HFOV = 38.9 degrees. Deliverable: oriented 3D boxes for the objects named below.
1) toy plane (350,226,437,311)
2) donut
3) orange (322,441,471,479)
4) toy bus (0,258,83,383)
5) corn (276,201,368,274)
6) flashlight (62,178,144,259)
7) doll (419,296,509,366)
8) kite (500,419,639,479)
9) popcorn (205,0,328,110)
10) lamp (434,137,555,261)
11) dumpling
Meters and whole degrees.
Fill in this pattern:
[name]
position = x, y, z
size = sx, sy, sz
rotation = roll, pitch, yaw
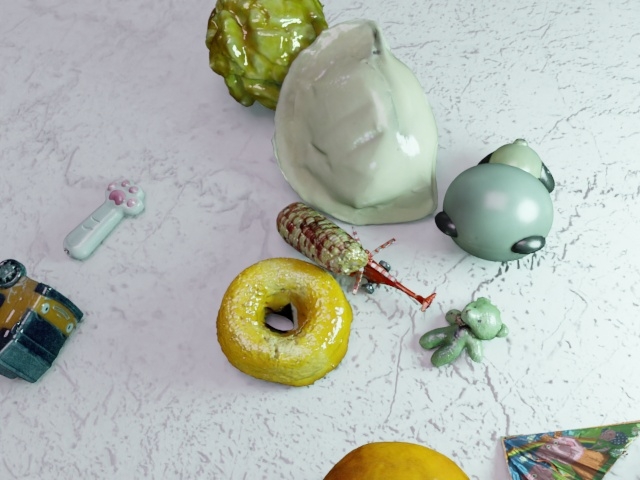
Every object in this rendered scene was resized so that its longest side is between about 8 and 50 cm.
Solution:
[toy plane]
position = 0.125, 0.062, 1.656
size = 0.194, 0.077, 0.126
rotation = 13, 68, 15
[donut]
position = -0.065, 0.142, 1.639
size = 0.253, 0.118, 0.253
rotation = 2, 65, -4
[orange]
position = 0.118, 0.448, 1.378
size = 0.284, 0.226, 0.284
rotation = -3, 70, 8
[toy bus]
position = -0.642, 0.126, 1.731
size = 0.323, 0.162, 0.194
rotation = 20, 70, 22
[corn]
position = 0.000, 0.000, 1.658
size = 0.086, 0.086, 0.253
rotation = -41, 36, -10
[flashlight]
position = -0.443, -0.044, 1.838
size = 0.093, 0.047, 0.200
rotation = 37, 75, 25
[doll]
position = 0.248, 0.160, 1.586
size = 0.150, 0.077, 0.115
rotation = -35, 51, 6
[kite]
position = 0.387, 0.365, 1.452
size = 0.321, 0.016, 0.234
rotation = -37, 40, -29
[popcorn]
position = -0.099, -0.405, 1.842
size = 0.247, 0.282, 0.282
rotation = -12, 62, 8
[lamp]
position = 0.326, -0.071, 1.633
size = 0.197, 0.198, 0.244
rotation = 15, 44, 18
[dumpling]
position = 0.056, -0.208, 1.706
size = 0.315, 0.233, 0.395
rotation = -15, 95, 10
